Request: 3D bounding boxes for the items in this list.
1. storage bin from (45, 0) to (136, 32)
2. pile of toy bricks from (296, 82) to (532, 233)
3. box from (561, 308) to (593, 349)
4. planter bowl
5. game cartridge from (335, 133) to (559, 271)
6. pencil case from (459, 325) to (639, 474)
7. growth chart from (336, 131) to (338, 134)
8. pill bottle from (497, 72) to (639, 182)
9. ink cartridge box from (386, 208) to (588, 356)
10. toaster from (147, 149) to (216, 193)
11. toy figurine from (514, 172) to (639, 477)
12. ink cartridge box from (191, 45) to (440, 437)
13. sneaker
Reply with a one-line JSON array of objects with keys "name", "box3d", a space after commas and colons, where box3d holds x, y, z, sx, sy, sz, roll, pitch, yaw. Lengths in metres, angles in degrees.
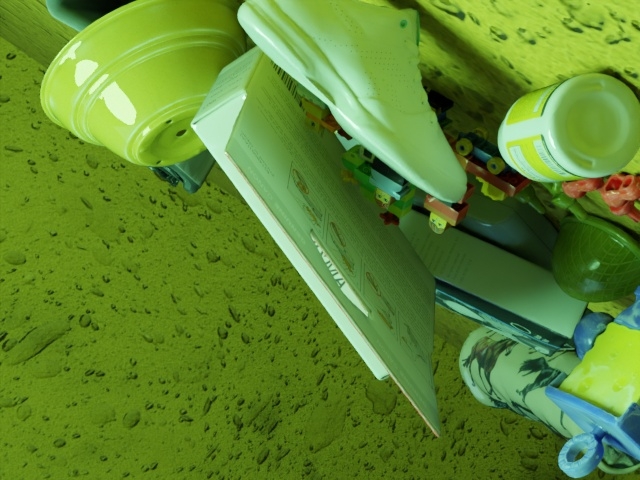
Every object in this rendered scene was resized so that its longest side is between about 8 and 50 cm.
[{"name": "storage bin", "box3d": [-0.189, -0.248, 1.060, 0.135, 0.098, 0.091, 29, -158, 29]}, {"name": "pile of toy bricks", "box3d": [0.062, -0.062, 0.909, 0.212, 0.118, 0.105, 34, 137, 25]}, {"name": "box", "box3d": [0.263, 0.079, 1.564, 0.216, 0.060, 0.270, 33, 175, 3]}, {"name": "planter bowl", "box3d": [-0.149, -0.133, 1.026, 0.090, 0.217, 0.217, 63, -175, 18]}, {"name": "game cartridge", "box3d": [0.113, -0.040, 1.177, 0.297, 0.062, 0.198, 19, 172, 39]}, {"name": "pencil case", "box3d": [0.414, 0.264, 1.841, 0.183, 0.160, 0.410, 45, 170, -25]}, {"name": "growth chart", "box3d": [0.019, -0.138, 1.178, 0.237, 0.021, 0.172, 35, 174, -31]}, {"name": "pill bottle", "box3d": [0.158, -0.071, 0.704, 0.065, 0.065, 0.116, 33, 175, -9]}, {"name": "ink cartridge box", "box3d": [0.118, 0.022, 1.154, 0.332, 0.065, 0.165, 26, 171, 11]}, {"name": "toaster", "box3d": [-0.210, -0.169, 1.563, 0.129, 0.146, 0.227, 31, 174, 24]}, {"name": "toy figurine", "box3d": [0.227, 0.079, 0.869, 0.191, 0.217, 0.362, 34, 174, -22]}, {"name": "ink cartridge box", "box3d": [0.000, 0.000, 0.915, 0.296, 0.066, 0.261, 54, -160, -20]}, {"name": "sneaker", "box3d": [0.046, -0.117, 0.757, 0.212, 0.094, 0.080, 43, 178, -20]}]
